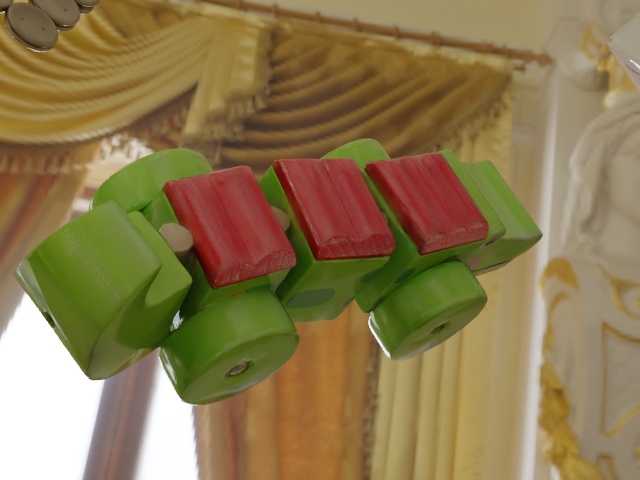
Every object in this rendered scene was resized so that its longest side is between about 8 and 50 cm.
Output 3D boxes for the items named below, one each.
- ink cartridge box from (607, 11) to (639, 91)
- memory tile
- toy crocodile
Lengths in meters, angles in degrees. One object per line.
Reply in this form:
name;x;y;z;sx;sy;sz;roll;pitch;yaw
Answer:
ink cartridge box;0.346;-0.073;0.707;0.201;0.117;0.278;-39;-68;9
memory tile;-0.220;-0.191;0.763;0.148;0.113;0.012;40;-57;-13
toy crocodile;0.000;0.000;0.591;0.341;0.115;0.105;-8;-29;-41
